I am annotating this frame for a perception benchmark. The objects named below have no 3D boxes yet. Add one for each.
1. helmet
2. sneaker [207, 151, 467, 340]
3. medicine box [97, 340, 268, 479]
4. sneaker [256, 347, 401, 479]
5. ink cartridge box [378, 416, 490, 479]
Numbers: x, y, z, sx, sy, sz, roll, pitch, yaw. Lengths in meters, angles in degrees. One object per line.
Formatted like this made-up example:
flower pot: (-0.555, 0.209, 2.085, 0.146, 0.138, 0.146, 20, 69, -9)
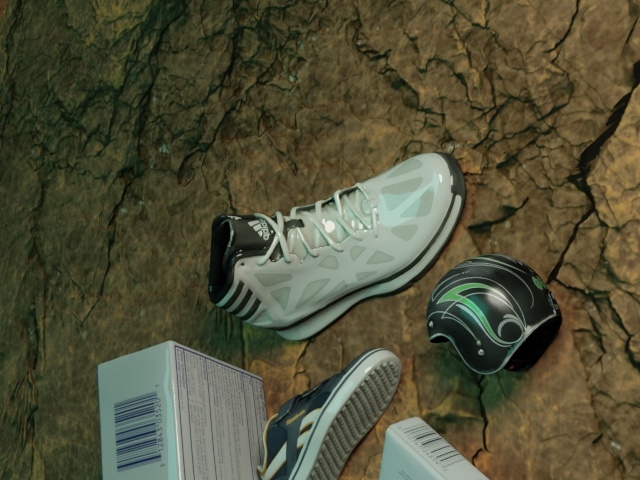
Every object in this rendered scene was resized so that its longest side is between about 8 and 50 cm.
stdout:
helmet: (0.231, 0.100, 1.672, 0.161, 0.169, 0.169, 44, 110, 26)
sneaker: (0.000, 0.001, 1.858, 0.447, 0.257, 0.169, -39, 53, 29)
medicine box: (-0.205, 0.330, 1.926, 0.149, 0.289, 0.263, -18, 64, 22)
sneaker: (-0.002, 0.277, 1.871, 0.127, 0.126, 0.321, 43, 110, 37)
ink cartridge box: (0.188, 0.459, 1.636, 0.324, 0.071, 0.330, 38, 133, 44)
